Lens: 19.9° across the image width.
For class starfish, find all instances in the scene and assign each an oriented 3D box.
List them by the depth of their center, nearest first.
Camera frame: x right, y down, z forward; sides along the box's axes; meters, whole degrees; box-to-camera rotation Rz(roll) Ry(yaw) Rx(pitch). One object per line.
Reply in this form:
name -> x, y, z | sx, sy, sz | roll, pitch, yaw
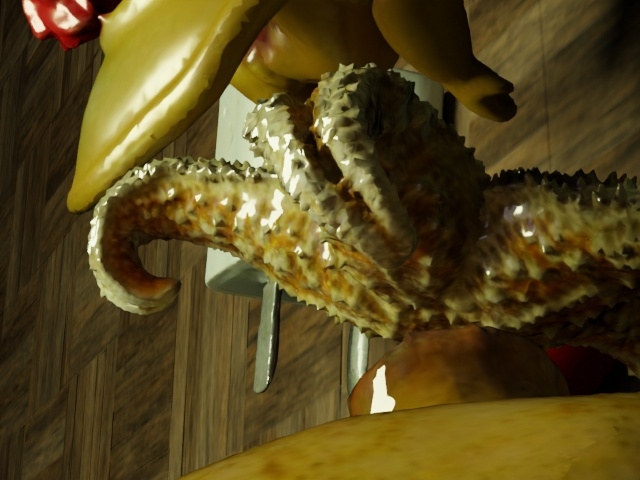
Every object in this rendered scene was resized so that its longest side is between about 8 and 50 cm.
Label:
starfish -> 0.068, 0.021, 0.729 | 0.113, 0.303, 0.312 | -69, 14, -10

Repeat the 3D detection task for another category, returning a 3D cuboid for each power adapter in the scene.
power adapter -> 0.000, 0.000, 1.152 | 0.125, 0.130, 0.205 | 149, 128, -64

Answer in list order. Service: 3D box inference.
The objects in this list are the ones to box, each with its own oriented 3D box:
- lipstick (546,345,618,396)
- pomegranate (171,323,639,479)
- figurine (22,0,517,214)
lipstick -> 0.090, 0.090, 0.946 | 0.080, 0.080, 0.241 | -101, 28, -44
pomegranate -> 0.060, 0.215, 0.529 | 0.416, 0.416, 0.416 | -171, 90, -70
figurine -> 0.046, -0.193, 0.828 | 0.387, 0.268, 0.401 | -31, 36, 49
